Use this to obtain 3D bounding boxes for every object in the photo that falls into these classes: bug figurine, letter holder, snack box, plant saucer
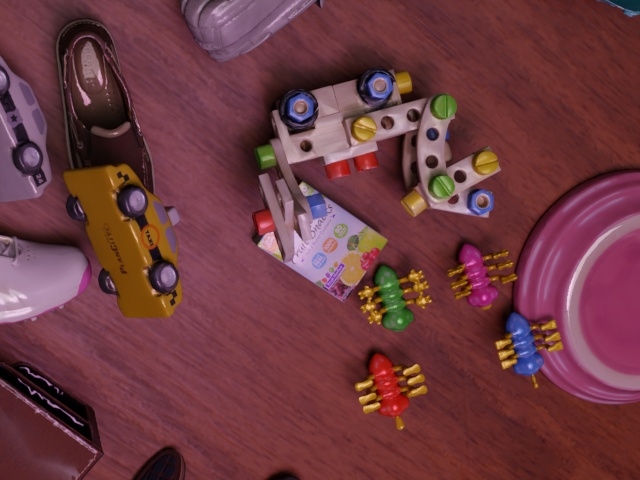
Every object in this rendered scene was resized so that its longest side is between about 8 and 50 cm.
[{"bbox_3d":[0.166,0.120,1.701,0.279,0.072,0.216,-15,101,-6],"label":"bug figurine"},{"bbox_3d":[-0.440,0.280,1.534,0.214,0.152,0.302,40,91,-18],"label":"letter holder"},{"bbox_3d":[0.000,0.000,1.643,0.141,0.037,0.100,34,91,-19],"label":"snack box"},{"bbox_3d":[0.428,0.072,1.755,0.332,0.084,0.332,-4,105,-14],"label":"plant saucer"}]

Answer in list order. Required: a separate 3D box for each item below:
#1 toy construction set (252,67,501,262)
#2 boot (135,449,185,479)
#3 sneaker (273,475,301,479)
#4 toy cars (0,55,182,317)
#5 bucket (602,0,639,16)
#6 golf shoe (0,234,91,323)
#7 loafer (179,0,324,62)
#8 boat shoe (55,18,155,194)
[{"bbox_3d":[0.050,-0.092,1.568,0.328,0.151,0.215,-17,93,-25],"label":"toy construction set"},{"bbox_3d":[-0.206,0.382,1.676,0.106,0.082,0.219,34,74,-55],"label":"boot"},{"bbox_3d":[-0.077,0.421,1.690,0.078,0.106,0.234,30,94,-21],"label":"sneaker"},{"bbox_3d":[-0.282,-0.077,1.466,0.394,0.087,0.176,41,135,10],"label":"toy cars"},{"bbox_3d":[0.377,-0.415,1.568,0.281,0.183,0.281,-4,105,-14],"label":"bucket"},{"bbox_3d":[-0.416,0.025,1.480,0.306,0.115,0.140,-6,124,-15],"label":"golf shoe"},{"bbox_3d":[-0.021,-0.331,1.531,0.319,0.112,0.111,-36,145,-5],"label":"loafer"},{"bbox_3d":[-0.254,-0.127,1.511,0.095,0.095,0.257,-19,108,-10],"label":"boat shoe"}]
